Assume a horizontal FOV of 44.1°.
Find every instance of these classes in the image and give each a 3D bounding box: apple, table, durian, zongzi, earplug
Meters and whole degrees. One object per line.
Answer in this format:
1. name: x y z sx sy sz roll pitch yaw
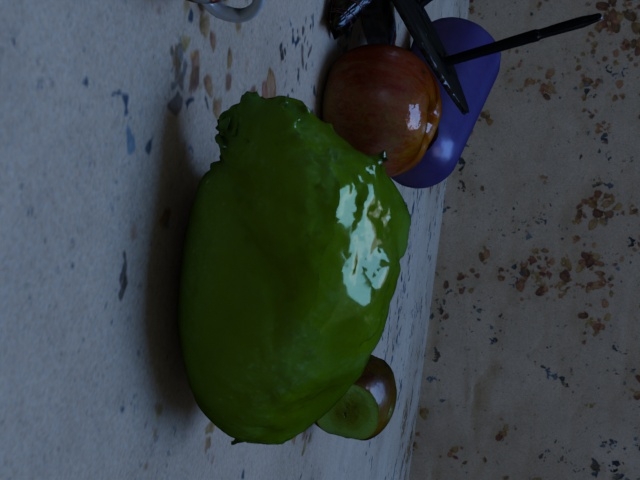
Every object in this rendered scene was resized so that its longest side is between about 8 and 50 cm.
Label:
1. apple: 0.093 -0.190 1.187 0.209 0.164 0.209 10 90 -74
2. table: 0.252 -0.421 1.240 0.317 0.249 0.317 50 23 -30
3. durian: -0.030 0.047 0.748 0.256 0.204 0.339 -15 113 -88
4. apple: 0.054 0.266 1.338 0.163 0.146 0.147 -11 113 -78
5. zongzi: 0.031 -0.314 1.100 0.073 0.067 0.083 -67 179 -67
6. earplug: 0.248 -0.284 1.707 0.456 0.215 0.215 -65 158 -43

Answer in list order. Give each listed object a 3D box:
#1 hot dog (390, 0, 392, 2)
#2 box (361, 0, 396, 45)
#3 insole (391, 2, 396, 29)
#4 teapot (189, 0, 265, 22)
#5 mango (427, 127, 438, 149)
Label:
1. hot dog: 0.115 -0.461 1.388 0.058 0.035 0.083 -47 142 -68
2. box: 0.098 -0.384 1.354 0.218 0.039 0.055 52 46 -72
3. insole: 0.139 -0.452 1.556 0.193 0.006 0.065 71 30 -61
4. teapot: -0.080 -0.254 0.599 0.245 0.116 0.159 88 5 -57
5. mango: 0.134 -0.241 1.413 0.267 0.111 0.133 29 67 -57
